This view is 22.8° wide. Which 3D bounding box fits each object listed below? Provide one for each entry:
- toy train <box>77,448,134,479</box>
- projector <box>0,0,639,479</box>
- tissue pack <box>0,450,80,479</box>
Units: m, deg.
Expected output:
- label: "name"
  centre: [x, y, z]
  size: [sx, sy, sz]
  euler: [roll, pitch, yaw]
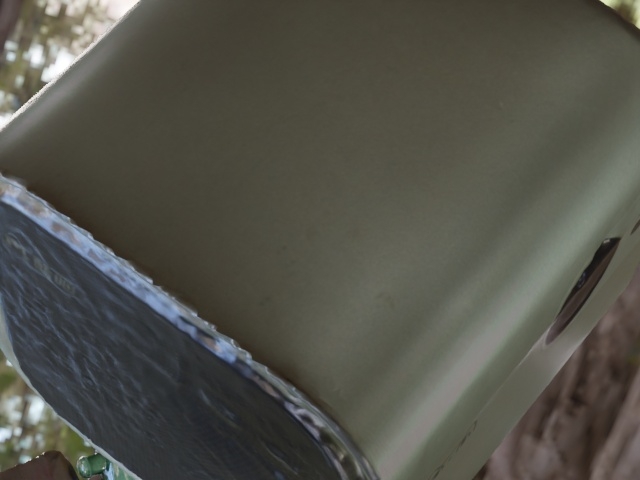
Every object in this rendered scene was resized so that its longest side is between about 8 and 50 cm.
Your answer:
- label: "toy train"
  centre: [-0.110, 0.069, 0.991]
  size: [0.132, 0.200, 0.083]
  euler: [-14, 179, -32]
- label: "projector"
  centre: [0.000, 0.000, 0.784]
  size: [0.248, 0.248, 0.249]
  euler: [35, -116, 17]
- label: "tissue pack"
  centre: [-0.128, 0.157, 0.638]
  size: [0.060, 0.148, 0.108]
  euler: [-26, -96, -42]
